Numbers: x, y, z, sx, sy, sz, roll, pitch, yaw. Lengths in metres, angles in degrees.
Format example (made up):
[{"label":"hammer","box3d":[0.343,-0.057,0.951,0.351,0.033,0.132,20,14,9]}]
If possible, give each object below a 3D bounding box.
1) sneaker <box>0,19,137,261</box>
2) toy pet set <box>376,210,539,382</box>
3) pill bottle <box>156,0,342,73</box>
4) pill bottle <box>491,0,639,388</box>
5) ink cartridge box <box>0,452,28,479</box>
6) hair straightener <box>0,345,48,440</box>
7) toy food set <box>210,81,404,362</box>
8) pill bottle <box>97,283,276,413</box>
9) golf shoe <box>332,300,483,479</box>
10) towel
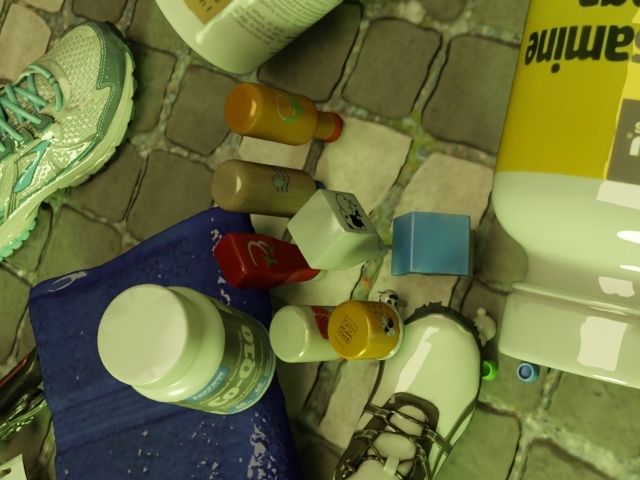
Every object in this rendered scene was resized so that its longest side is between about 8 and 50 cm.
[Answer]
[{"label":"sneaker","box3d":[-0.278,-0.085,0.975,0.283,0.122,0.110,-48,62,17]},{"label":"toy pet set","box3d":[0.086,0.040,0.761,0.122,0.065,0.114,-1,82,32]},{"label":"pill bottle","box3d":[-0.014,-0.243,0.826,0.229,0.131,0.131,-34,66,23]},{"label":"pill bottle","box3d":[0.206,-0.083,0.631,0.188,0.188,0.333,11,89,33]},{"label":"ink cartridge box","box3d":[-0.266,0.256,0.973,0.063,0.029,0.115,-30,67,26]},{"label":"hair straightener","box3d":[-0.287,0.170,0.986,0.230,0.047,0.089,-38,44,15]},{"label":"toy food set","box3d":[0.000,0.000,0.795,0.111,0.105,0.232,-48,57,29]},{"label":"pill bottle","box3d":[-0.090,0.075,0.740,0.078,0.137,0.078,-5,75,19]},{"label":"golf shoe","box3d":[0.056,0.140,0.734,0.077,0.094,0.198,21,105,6]},{"label":"towel","box3d":[-0.116,0.148,0.866,0.228,0.076,0.308,-22,70,26]}]
